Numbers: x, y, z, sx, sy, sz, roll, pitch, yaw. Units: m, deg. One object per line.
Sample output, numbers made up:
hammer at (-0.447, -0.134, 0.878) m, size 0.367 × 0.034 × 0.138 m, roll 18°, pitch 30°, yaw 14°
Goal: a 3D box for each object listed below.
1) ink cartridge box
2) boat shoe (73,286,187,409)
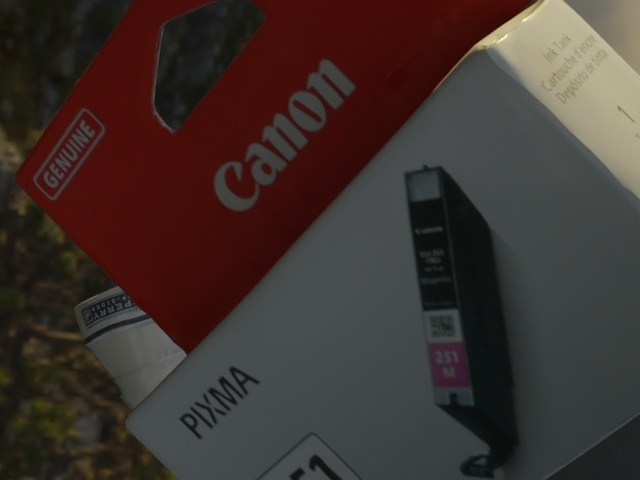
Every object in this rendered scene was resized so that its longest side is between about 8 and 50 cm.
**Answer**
ink cartridge box at (0.000, 0.000, 0.624) m, size 0.275 × 0.239 × 0.060 m, roll -46°, pitch 180°, yaw 44°
boat shoe at (-0.080, 0.071, 1.110) m, size 0.267 × 0.096 × 0.088 m, roll 18°, pitch 51°, yaw -79°
